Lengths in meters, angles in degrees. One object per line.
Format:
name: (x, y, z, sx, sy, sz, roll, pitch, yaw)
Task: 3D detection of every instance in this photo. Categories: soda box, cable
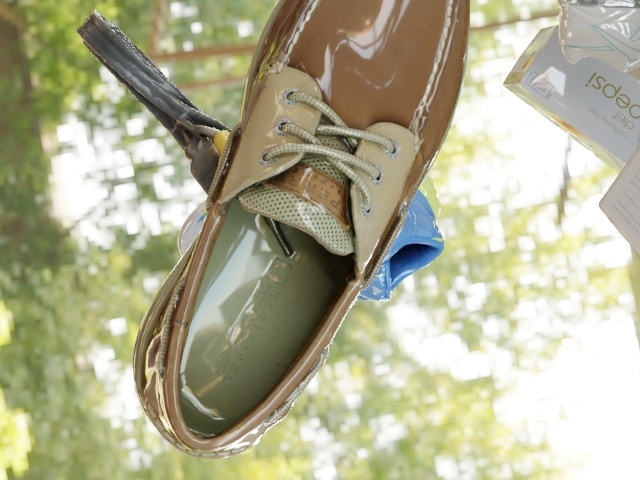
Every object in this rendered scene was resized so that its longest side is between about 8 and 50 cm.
soda box: (0.272, -0.105, 1.672, 0.216, 0.069, 0.074, 37, -2, -8)
cable: (-0.078, -0.088, 1.465, 0.287, 0.072, 0.139, 52, 16, 29)

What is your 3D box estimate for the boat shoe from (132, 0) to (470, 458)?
boat shoe: (-0.002, -0.024, 1.011, 0.120, 0.122, 0.324, -130, -118, -82)

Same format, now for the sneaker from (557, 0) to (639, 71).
sneaker: (0.273, -0.173, 1.551, 0.054, 0.152, 0.061, -62, 155, -62)

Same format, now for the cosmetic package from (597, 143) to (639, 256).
cosmetic package: (0.354, -0.046, 1.466, 0.151, 0.151, 0.184, 54, -52, 31)

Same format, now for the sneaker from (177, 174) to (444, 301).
sneaker: (0.000, 0.000, 1.632, 0.091, 0.240, 0.126, 85, -15, -47)
